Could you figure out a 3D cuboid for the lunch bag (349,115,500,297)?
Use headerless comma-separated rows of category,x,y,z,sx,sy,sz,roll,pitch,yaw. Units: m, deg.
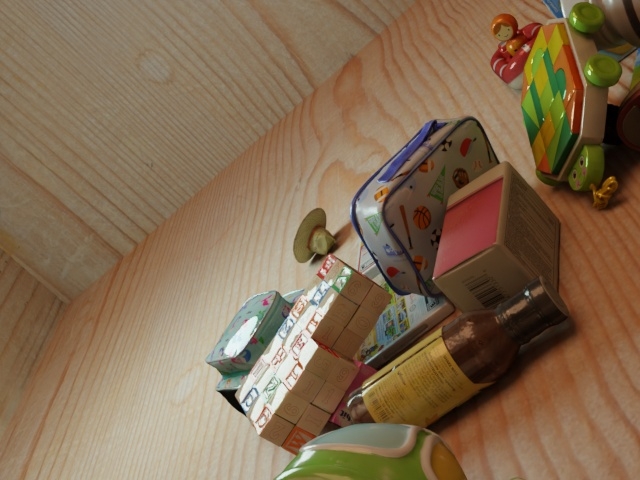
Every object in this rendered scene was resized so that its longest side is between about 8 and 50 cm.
lunch bag,0.199,-0.067,1.632,0.303,0.243,0.115,-46,25,-27

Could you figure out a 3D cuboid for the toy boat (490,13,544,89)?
toy boat,0.432,-0.434,2.083,0.151,0.151,0.231,-41,19,12

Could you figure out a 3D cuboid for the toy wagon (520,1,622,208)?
toy wagon,0.409,-0.206,1.554,0.267,0.068,0.345,102,167,-54

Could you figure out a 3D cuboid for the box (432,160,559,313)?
box,0.278,0.013,1.476,0.126,0.148,0.232,-33,21,32

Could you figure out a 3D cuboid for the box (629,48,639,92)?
box,0.601,-0.313,1.647,0.109,0.042,0.178,-27,24,39

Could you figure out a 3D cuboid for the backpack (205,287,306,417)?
backpack,-0.078,0.200,1.790,0.253,0.191,0.225,-48,15,-27

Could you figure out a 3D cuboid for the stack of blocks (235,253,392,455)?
stack of blocks,-0.007,0.183,1.558,0.297,0.087,0.171,-57,23,1

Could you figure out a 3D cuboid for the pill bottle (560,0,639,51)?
pill bottle,0.596,-0.434,1.560,0.361,0.204,0.204,-6,40,41

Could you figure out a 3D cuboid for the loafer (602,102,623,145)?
loafer,0.475,-0.204,1.662,0.080,0.078,0.220,-2,25,-12

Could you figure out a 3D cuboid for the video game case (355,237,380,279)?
video game case,0.159,-0.045,1.927,0.204,0.025,0.285,-38,21,25

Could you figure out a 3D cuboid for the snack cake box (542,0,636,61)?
snack cake box,0.516,-0.471,1.809,0.152,0.264,0.089,-37,21,22

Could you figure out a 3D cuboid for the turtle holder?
turtle holder,0.085,0.316,1.114,0.320,0.243,0.227,-41,0,41

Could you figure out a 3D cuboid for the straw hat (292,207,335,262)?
straw hat,0.000,0.000,2.203,0.061,0.144,0.144,25,65,26

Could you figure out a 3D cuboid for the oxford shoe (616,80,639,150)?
oxford shoe,0.605,-0.282,1.462,0.348,0.123,0.130,-34,15,25

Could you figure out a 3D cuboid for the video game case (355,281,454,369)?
video game case,0.143,0.125,1.717,0.206,0.026,0.227,-39,20,16

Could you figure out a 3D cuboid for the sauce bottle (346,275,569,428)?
sauce bottle,0.197,0.176,1.365,0.344,0.111,0.111,-37,20,21

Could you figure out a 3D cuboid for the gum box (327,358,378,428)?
gum box,0.026,0.252,1.601,0.107,0.062,0.188,-63,23,-11
